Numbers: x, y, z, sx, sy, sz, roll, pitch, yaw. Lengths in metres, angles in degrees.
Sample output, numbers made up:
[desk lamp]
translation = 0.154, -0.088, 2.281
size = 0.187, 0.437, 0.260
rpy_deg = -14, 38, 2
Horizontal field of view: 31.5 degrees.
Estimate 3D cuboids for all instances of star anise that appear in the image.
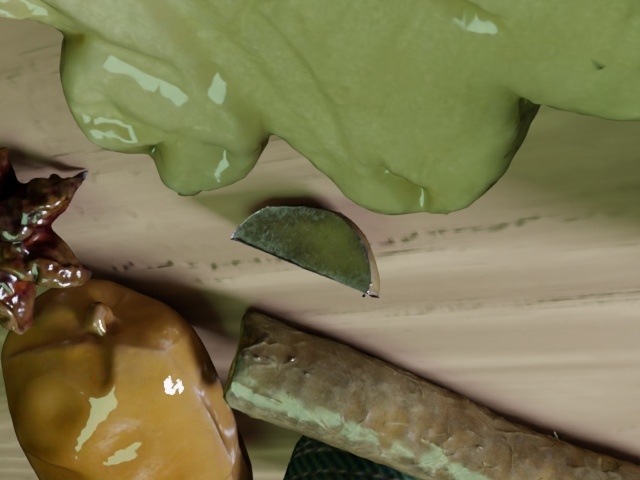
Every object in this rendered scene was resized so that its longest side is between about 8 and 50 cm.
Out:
[star anise]
translation = -0.215, -0.027, 0.644
size = 0.190, 0.070, 0.097
rpy_deg = 36, 120, 5

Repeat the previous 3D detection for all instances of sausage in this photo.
[sausage]
translation = -0.122, 0.123, 0.743
size = 0.136, 0.120, 0.241
rpy_deg = -6, 136, 12

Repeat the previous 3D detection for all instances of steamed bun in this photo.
[steamed bun]
translation = 0.014, -0.132, 0.343
size = 0.292, 0.137, 0.295
rpy_deg = 18, 147, -1

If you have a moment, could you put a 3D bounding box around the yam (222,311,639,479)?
[yam]
translation = 0.084, 0.122, 0.685
size = 0.299, 0.066, 0.066
rpy_deg = 21, 143, 0

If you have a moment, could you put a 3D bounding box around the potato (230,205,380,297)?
[potato]
translation = 0.001, 0.000, 0.605
size = 0.093, 0.036, 0.037
rpy_deg = 21, -176, 32

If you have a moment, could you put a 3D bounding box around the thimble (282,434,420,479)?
[thimble]
translation = 0.036, 0.178, 0.753
size = 0.135, 0.090, 0.118
rpy_deg = -12, 132, 37
